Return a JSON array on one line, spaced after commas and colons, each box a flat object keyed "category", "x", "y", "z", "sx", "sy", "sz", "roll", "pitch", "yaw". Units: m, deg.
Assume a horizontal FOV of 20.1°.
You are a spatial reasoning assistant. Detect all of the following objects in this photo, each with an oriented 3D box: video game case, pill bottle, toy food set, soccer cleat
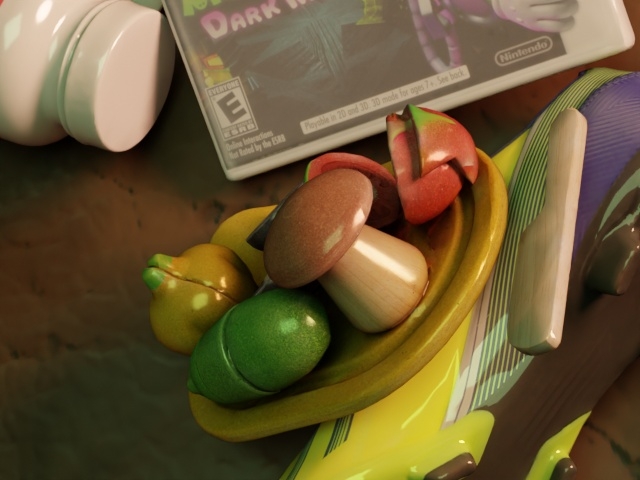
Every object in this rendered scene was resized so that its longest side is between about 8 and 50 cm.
[{"category": "video game case", "x": 0.016, "y": -0.133, "z": 0.764, "sx": 0.190, "sy": 0.022, "sz": 0.173, "roll": -17, "pitch": 96, "yaw": 22}, {"category": "pill bottle", "x": -0.151, "y": -0.094, "z": 0.823, "sx": 0.160, "sy": 0.087, "sz": 0.087, "roll": 19, "pitch": 80, "yaw": 20}, {"category": "toy food set", "x": 0.000, "y": 0.000, "z": 0.704, "sx": 0.218, "sy": 0.071, "sz": 0.128, "roll": -21, "pitch": 40, "yaw": 44}, {"category": "soccer cleat", "x": 0.056, "y": 0.051, "z": 0.733, "sx": 0.289, "sy": 0.093, "sz": 0.121, "roll": -48, "pitch": 37, "yaw": 3}]

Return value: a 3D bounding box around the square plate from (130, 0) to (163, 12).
[{"category": "square plate", "x": -0.151, "y": -0.318, "z": 0.911, "sx": 0.347, "sy": 0.049, "sz": 0.344, "roll": 25, "pitch": 83, "yaw": 21}]
